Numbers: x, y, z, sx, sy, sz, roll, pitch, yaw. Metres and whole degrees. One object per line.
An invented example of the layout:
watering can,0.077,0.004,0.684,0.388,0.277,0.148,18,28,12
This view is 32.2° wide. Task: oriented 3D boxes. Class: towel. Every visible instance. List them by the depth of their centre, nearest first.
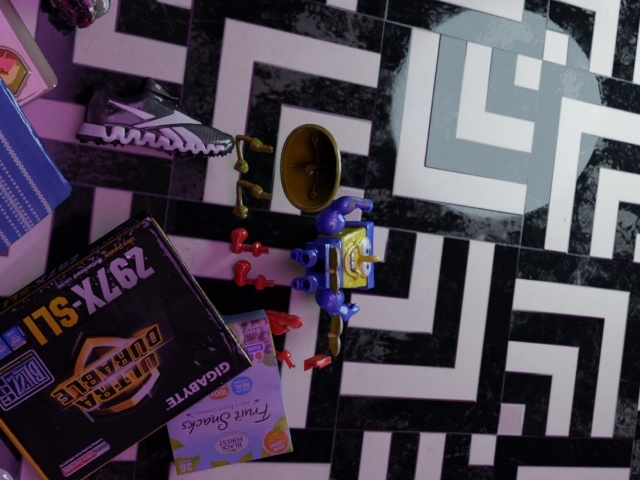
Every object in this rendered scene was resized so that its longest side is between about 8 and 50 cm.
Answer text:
towel,-0.503,-0.054,1.423,0.336,0.040,0.243,-42,128,-21

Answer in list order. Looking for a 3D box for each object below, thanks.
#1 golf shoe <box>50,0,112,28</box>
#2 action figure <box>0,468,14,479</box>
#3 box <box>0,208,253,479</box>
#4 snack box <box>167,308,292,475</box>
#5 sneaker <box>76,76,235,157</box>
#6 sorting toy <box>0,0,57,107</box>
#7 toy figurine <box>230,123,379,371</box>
golf shoe,-0.356,-0.380,1.505,0.186,0.067,0.086,55,41,-20
action figure,-0.583,0.331,1.276,0.370,0.276,0.248,-24,141,-44
box,-0.294,0.150,1.497,0.322,0.079,0.257,-33,105,-4
snack box,-0.144,0.220,1.616,0.175,0.070,0.207,-12,100,-5
sneaker,-0.225,-0.176,1.575,0.234,0.078,0.106,6,92,-28
sorting toy,-0.474,-0.239,1.453,0.208,0.038,0.193,-37,109,-23
toy figurine,0.000,0.000,1.709,0.217,0.191,0.362,-13,103,-57
